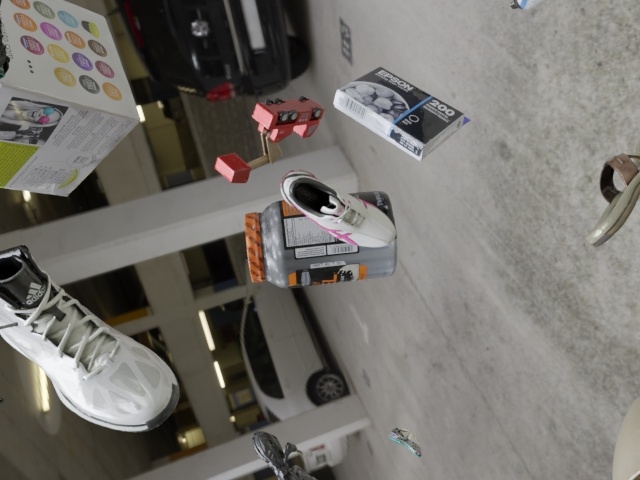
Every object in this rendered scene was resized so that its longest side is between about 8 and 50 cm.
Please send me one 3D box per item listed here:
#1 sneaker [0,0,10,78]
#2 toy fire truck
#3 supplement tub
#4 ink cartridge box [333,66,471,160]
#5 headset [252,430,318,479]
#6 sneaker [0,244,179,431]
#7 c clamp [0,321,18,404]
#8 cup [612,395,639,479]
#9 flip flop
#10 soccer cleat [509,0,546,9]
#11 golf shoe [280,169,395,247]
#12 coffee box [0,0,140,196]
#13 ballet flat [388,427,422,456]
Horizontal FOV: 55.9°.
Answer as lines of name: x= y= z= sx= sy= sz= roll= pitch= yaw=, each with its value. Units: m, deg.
sneaker: x=-0.598 y=-0.348 z=1.071 sx=0.101 sy=0.106 sz=0.267 roll=-176 pitch=105 yaw=-78
toy fire truck: x=-0.083 y=-0.175 z=1.044 sx=0.047 sy=0.192 sz=0.135 roll=41 pitch=126 yaw=23
supplement tub: x=0.000 y=0.000 z=1.315 sx=0.193 sy=0.315 sz=0.194 roll=174 pitch=90 yaw=-87
ink cartridge box: x=0.167 y=-0.261 z=1.168 sx=0.206 sy=0.208 sz=0.045 roll=36 pitch=138 yaw=18
headset: x=-0.095 y=0.457 z=1.015 sx=0.185 sy=0.243 sz=0.394 roll=54 pitch=147 yaw=21
sneaker: x=-0.462 y=0.169 z=1.066 sx=0.447 sy=0.169 sz=0.257 roll=28 pitch=154 yaw=18
c clamp: x=-0.547 y=0.214 z=0.955 sx=0.022 sy=0.137 sz=0.161 roll=-144 pitch=53 yaw=-63
cup: x=0.747 y=0.437 z=1.225 sx=0.237 sy=0.331 sz=0.331 roll=-75 pitch=-21 yaw=-56
flip flop: x=0.542 y=-0.106 z=1.097 sx=0.080 sy=0.277 sz=0.112 roll=34 pitch=160 yaw=16
soccer cleat: x=0.489 y=-0.708 z=1.463 sx=0.331 sy=0.143 sz=0.116 roll=38 pitch=-126 yaw=-43
golf shoe: x=0.026 y=-0.036 z=0.856 sx=0.068 sy=0.186 sz=0.086 roll=-63 pitch=11 yaw=8
coffee box: x=-0.686 y=-0.345 z=1.403 sx=0.338 sy=0.334 sz=0.338 roll=-35 pitch=67 yaw=29
ballet flat: x=0.196 y=0.450 z=1.364 sx=0.114 sy=0.041 sz=0.041 roll=8 pitch=115 yaw=62
